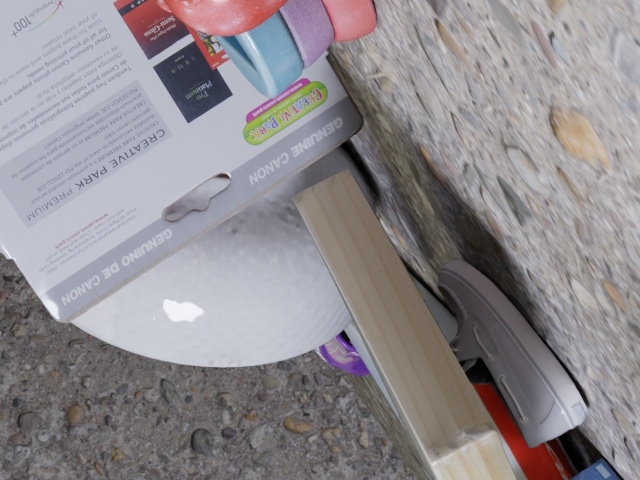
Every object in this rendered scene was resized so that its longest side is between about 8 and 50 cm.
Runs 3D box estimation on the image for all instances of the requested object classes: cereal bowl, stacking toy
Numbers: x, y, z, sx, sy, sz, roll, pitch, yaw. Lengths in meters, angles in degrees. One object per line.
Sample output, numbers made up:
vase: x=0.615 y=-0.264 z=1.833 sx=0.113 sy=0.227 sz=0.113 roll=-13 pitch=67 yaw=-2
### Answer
cereal bowl: x=-0.105 y=-0.045 z=1.562 sx=0.339 sy=0.339 sz=0.141 roll=53 pitch=141 yaw=39
stacking toy: x=-0.082 y=-0.224 z=1.068 sx=0.279 sy=0.130 sz=0.309 roll=56 pitch=174 yaw=6

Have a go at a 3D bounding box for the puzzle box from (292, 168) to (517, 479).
puzzle box: x=0.104 y=0.162 z=1.353 sx=0.272 sy=0.052 sz=0.409 roll=61 pitch=178 yaw=40

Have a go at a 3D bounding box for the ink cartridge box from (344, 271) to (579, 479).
ink cartridge box: x=0.166 y=0.216 z=1.665 sx=0.308 sy=0.091 sz=0.385 roll=60 pitch=175 yaw=-29

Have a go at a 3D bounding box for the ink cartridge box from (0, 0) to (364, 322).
ink cartridge box: x=-0.165 y=-0.131 z=1.400 sx=0.272 sy=0.309 sz=0.130 roll=59 pitch=175 yaw=-17

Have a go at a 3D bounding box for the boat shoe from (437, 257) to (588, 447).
boat shoe: x=0.132 y=0.087 z=1.325 sx=0.184 sy=0.063 sz=0.066 roll=53 pitch=174 yaw=35

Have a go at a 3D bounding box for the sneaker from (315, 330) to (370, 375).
sneaker: x=0.044 y=0.117 z=2.225 sx=0.104 sy=0.095 sz=0.236 roll=44 pitch=167 yaw=35

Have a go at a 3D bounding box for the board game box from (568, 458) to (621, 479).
board game box: x=0.272 y=0.275 z=1.321 sx=0.201 sy=0.035 sz=0.136 roll=51 pitch=173 yaw=45
